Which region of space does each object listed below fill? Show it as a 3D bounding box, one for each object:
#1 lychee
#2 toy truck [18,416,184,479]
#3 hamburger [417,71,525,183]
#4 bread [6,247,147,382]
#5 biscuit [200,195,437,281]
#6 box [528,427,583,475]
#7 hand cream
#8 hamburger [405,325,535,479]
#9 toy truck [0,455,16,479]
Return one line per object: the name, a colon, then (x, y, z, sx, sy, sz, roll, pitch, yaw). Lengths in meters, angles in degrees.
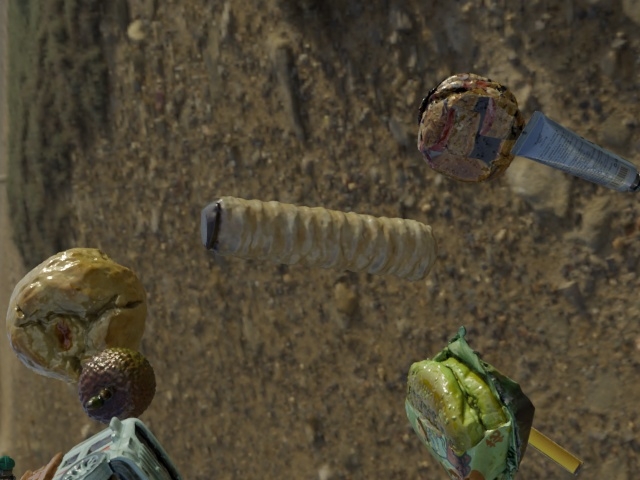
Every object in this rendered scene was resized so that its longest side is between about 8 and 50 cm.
lychee: (-0.296, 0.213, 1.222, 0.146, 0.114, 0.114, -32, -67, -79)
toy truck: (-0.278, 0.298, 0.833, 0.136, 0.306, 0.162, 59, -176, -14)
hamburger: (0.303, -0.224, 1.715, 0.106, 0.231, 0.230, -91, 6, -58)
bread: (-0.415, 0.131, 1.422, 0.134, 0.245, 0.244, -120, 22, -82)
biscuit: (0.000, 0.000, 0.742, 0.055, 0.219, 0.061, -119, 41, -56)
box: (0.418, 0.392, 1.660, 0.129, 0.033, 0.247, 34, 175, -1)
hand cream: (0.483, -0.154, 1.549, 0.091, 0.272, 0.058, -62, 20, 25)
hamburger: (0.200, 0.237, 1.215, 0.214, 0.125, 0.235, 42, 149, 48)
toy truck: (-0.518, 0.375, 1.331, 0.083, 0.039, 0.044, -35, 56, 30)
